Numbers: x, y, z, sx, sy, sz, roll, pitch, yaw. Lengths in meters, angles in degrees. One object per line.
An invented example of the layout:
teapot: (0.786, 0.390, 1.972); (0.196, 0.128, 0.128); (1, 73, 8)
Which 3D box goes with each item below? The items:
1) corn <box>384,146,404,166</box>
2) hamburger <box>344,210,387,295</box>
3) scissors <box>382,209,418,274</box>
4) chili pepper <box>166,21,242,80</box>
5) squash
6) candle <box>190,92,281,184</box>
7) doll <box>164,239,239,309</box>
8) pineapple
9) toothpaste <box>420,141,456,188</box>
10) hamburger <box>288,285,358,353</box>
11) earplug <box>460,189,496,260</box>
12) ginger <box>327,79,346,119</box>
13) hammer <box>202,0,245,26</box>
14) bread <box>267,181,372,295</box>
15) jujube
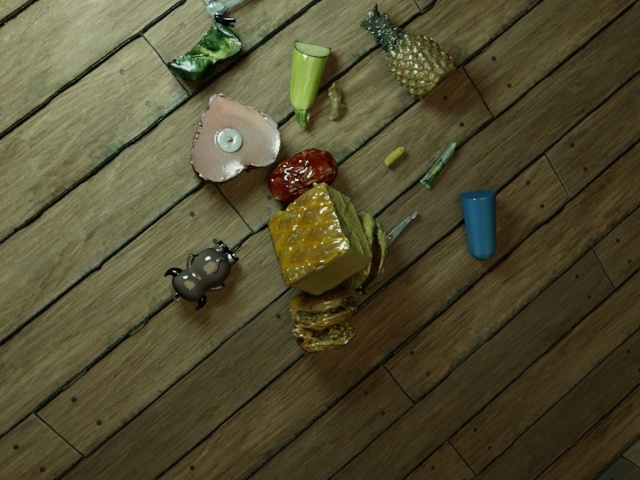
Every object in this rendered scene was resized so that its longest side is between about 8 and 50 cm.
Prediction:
corn: (0.277, -0.316, 2.004); (0.092, 0.037, 0.037); (-40, 107, -4)
hamburger: (0.153, 0.051, 1.926); (0.132, 0.211, 0.309); (7, 94, -16)
scissors: (0.249, 0.011, 2.057); (0.360, 0.029, 0.191); (-44, 106, -1)
chili pepper: (-0.377, -0.593, 1.728); (0.148, 0.116, 0.264); (41, 63, 6)
squash: (-0.057, -0.539, 1.829); (0.137, 0.137, 0.287); (12, 99, -17)
candle: (-0.312, -0.345, 1.799); (0.317, 0.131, 0.287); (-30, 100, -18)
doll: (-0.412, 0.115, 1.856); (0.257, 0.117, 0.182); (-43, 106, -5)
pineapple: (0.295, -0.670, 1.869); (0.362, 0.202, 0.202); (43, 87, -11)
toothpaste: (0.462, -0.295, 2.061); (0.049, 0.031, 0.204); (35, 91, -16)
hamburger: (0.020, 0.274, 1.941); (0.260, 0.245, 0.211); (-7, 102, 28)
earplug: (0.634, -0.051, 2.106); (0.132, 0.132, 0.273); (-14, 107, -12)
ginger: (0.055, -0.503, 1.909); (0.057, 0.044, 0.137); (-22, 114, -41)
hammer: (-0.186, -0.845, 1.766); (0.427, 0.044, 0.152); (-33, 79, -13)
bread: (0.000, 0.000, 1.800); (0.279, 0.279, 0.207); (-35, 147, 19)
jujube: (-0.063, -0.221, 1.859); (0.250, 0.174, 0.174); (-26, 106, -10)
